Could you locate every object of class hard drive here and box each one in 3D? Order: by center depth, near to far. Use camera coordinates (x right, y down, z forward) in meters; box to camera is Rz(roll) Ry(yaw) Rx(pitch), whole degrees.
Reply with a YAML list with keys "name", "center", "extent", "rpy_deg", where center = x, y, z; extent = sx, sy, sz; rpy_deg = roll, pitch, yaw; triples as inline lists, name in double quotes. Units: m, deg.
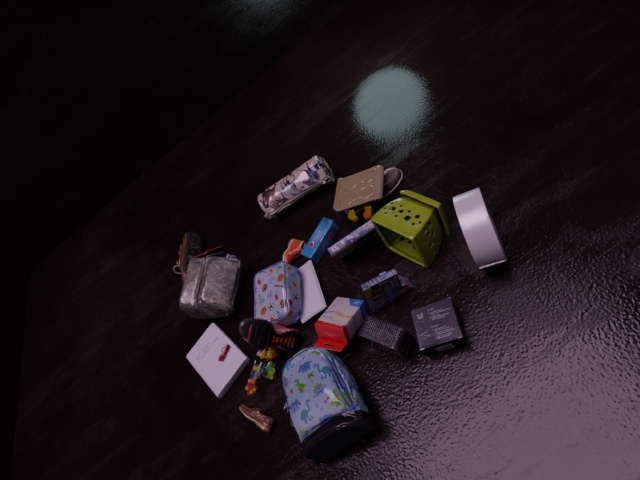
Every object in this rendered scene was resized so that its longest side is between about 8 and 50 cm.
- name: "hard drive"
  center: [-0.480, 0.548, 2.102]
  extent: [0.318, 0.040, 0.210]
  rpy_deg: [30, 80, 43]

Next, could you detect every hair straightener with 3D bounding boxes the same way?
- name: "hair straightener"
  center: [-0.610, 0.100, 2.402]
  extent: [0.089, 0.230, 0.047]
  rpy_deg: [55, 141, 23]

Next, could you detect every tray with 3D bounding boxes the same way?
- name: "tray"
  center: [-0.055, 0.229, 2.026]
  extent: [0.145, 0.030, 0.270]
  rpy_deg: [-37, 46, 18]

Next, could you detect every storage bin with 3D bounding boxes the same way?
- name: "storage bin"
  center: [0.244, 0.358, 1.682]
  extent: [0.180, 0.122, 0.084]
  rpy_deg: [15, 71, 40]

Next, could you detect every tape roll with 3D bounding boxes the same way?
- name: "tape roll"
  center: [0.571, -0.041, 1.617]
  extent: [0.100, 0.286, 0.286]
  rpy_deg: [-21, 51, 21]

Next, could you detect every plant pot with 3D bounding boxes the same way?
- name: "plant pot"
  center: [0.375, -0.059, 1.808]
  extent: [0.207, 0.227, 0.228]
  rpy_deg: [-49, 47, -10]

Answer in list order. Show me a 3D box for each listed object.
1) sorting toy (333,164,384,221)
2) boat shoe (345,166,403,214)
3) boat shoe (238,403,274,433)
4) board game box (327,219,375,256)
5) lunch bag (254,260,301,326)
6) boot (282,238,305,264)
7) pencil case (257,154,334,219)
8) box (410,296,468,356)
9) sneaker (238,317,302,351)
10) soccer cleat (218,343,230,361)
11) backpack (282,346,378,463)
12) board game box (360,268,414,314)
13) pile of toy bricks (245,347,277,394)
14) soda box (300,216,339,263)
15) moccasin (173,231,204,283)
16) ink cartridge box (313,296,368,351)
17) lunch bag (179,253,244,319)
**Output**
- name: "sorting toy"
  center: [0.170, -0.193, 2.006]
  extent: [0.229, 0.041, 0.307]
  rpy_deg: [-13, 47, 27]
- name: "boat shoe"
  center: [0.232, -0.244, 2.108]
  extent: [0.324, 0.097, 0.117]
  rpy_deg: [-33, 47, 12]
- name: "boat shoe"
  center: [-0.256, 0.708, 1.833]
  extent: [0.178, 0.064, 0.060]
  rpy_deg: [22, 69, 35]
- name: "board game box"
  center: [0.158, -0.006, 1.955]
  extent: [0.243, 0.165, 0.042]
  rpy_deg: [-34, 76, 10]
- name: "lunch bag"
  center: [-0.203, 0.251, 2.047]
  extent: [0.243, 0.115, 0.303]
  rpy_deg: [-27, 51, 33]
- name: "boot"
  center: [-0.127, 0.064, 2.177]
  extent: [0.084, 0.059, 0.158]
  rpy_deg: [6, 63, 31]
- name: "pencil case"
  center: [-0.128, -0.267, 2.326]
  extent: [0.410, 0.160, 0.183]
  rpy_deg: [-33, 33, 12]
- name: "box"
  center: [0.423, 0.309, 1.613]
  extent: [0.156, 0.093, 0.158]
  rpy_deg: [-23, 52, 20]
- name: "sneaker"
  center: [-0.227, 0.389, 1.867]
  extent: [0.136, 0.314, 0.116]
  rpy_deg: [6, 74, 48]
- name: "soccer cleat"
  center: [-0.443, 0.509, 2.056]
  extent: [0.035, 0.029, 0.083]
  rpy_deg: [4, 60, 46]
- name: "backpack"
  center: [0.006, 0.561, 1.648]
  extent: [0.290, 0.273, 0.355]
  rpy_deg: [-36, 33, 17]
- name: "board game box"
  center: [0.262, 0.183, 1.770]
  extent: [0.194, 0.194, 0.060]
  rpy_deg: [-27, 49, -2]
- name: "pile of toy bricks"
  center: [-0.235, 0.551, 1.903]
  extent: [0.105, 0.118, 0.212]
  rpy_deg: [18, 74, 0]
- name: "soda box"
  center: [0.000, 0.000, 2.124]
  extent: [0.071, 0.067, 0.210]
  rpy_deg: [22, 74, 42]
- name: "moccasin"
  center: [-0.726, 0.116, 2.493]
  extent: [0.147, 0.139, 0.380]
  rpy_deg: [-55, 39, 28]
- name: "ink cartridge box"
  center: [0.073, 0.325, 1.779]
  extent: [0.134, 0.078, 0.231]
  rpy_deg: [2, 31, 35]
- name: "lunch bag"
  center: [-0.522, 0.230, 2.242]
  extent: [0.256, 0.212, 0.305]
  rpy_deg: [-1, 60, 14]
